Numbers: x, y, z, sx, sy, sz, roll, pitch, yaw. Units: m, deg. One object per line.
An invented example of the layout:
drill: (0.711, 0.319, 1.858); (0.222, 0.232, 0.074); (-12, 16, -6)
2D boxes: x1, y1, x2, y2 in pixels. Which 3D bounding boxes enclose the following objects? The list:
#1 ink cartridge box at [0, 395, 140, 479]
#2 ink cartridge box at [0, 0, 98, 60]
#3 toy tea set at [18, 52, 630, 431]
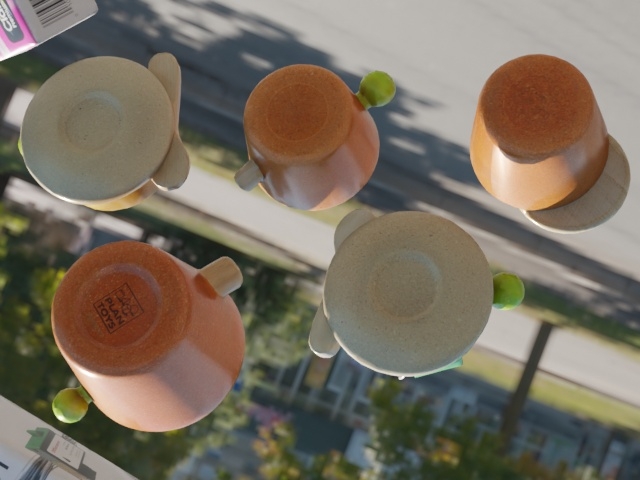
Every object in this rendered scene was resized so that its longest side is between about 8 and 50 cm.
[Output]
ink cartridge box: (-0.230, 0.236, 1.163); (0.219, 0.160, 0.092); (31, -172, 0)
ink cartridge box: (-0.318, -0.195, 1.088); (0.371, 0.069, 0.175); (-8, 114, 50)
toy tea set: (0.000, 0.000, 0.816); (0.336, 0.200, 0.124); (-3, 160, 9)
